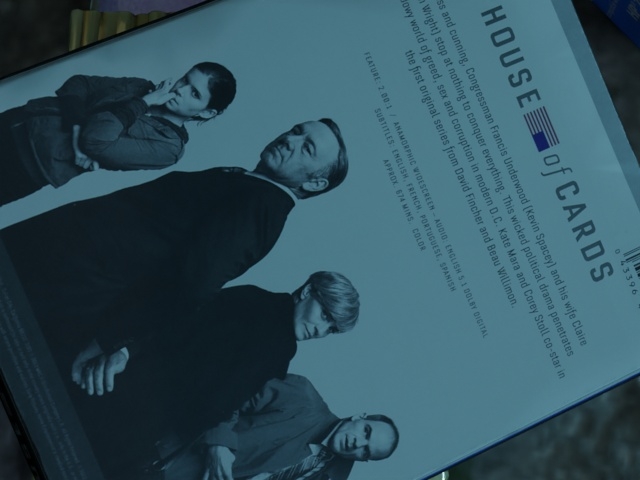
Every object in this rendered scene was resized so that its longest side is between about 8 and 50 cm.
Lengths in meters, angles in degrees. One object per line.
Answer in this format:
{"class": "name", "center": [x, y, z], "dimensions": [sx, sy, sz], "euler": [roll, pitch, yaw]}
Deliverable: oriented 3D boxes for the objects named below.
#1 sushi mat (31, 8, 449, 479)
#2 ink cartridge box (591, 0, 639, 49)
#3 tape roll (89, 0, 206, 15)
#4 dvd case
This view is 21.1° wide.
{"class": "sushi mat", "center": [-0.025, 0.078, 0.599], "dimensions": [0.151, 0.019, 0.316], "euler": [6, 83, -16]}
{"class": "ink cartridge box", "center": [0.110, -0.196, 0.678], "dimensions": [0.134, 0.078, 0.231], "euler": [-44, 83, -4]}
{"class": "tape roll", "center": [-0.170, -0.096, 0.666], "dimensions": [0.274, 0.090, 0.275], "euler": [0, 82, 1]}
{"class": "dvd case", "center": [0.000, 0.000, 0.588], "dimensions": [0.238, 0.029, 0.179], "euler": [-23, 93, -19]}
